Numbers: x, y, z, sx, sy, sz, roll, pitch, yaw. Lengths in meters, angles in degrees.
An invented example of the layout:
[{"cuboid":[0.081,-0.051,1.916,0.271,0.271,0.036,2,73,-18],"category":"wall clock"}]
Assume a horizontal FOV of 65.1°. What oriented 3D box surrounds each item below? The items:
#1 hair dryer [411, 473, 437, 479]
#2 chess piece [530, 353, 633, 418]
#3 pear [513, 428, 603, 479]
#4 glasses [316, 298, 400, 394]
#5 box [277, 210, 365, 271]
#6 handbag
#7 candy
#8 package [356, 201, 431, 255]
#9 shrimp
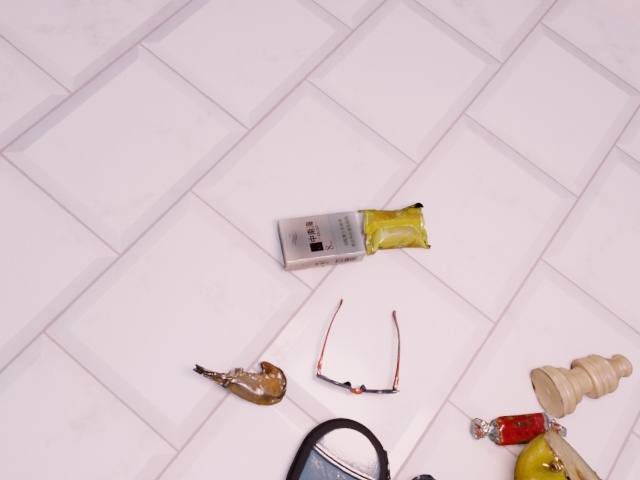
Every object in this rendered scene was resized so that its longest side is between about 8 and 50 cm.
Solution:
[{"cuboid":[0.258,0.806,1.298,0.298,0.119,0.295,-39,84,-2],"category":"hair dryer"},{"cuboid":[0.795,0.411,1.485,0.308,0.139,0.123,-11,106,-15],"category":"chess piece"},{"cuboid":[0.631,0.688,1.291,0.191,0.340,0.386,-41,111,18],"category":"pear"},{"cuboid":[0.119,0.300,1.423,0.234,0.118,0.268,11,70,-3],"category":"glasses"},{"cuboid":[0.000,0.000,1.519,0.243,0.067,0.155,-6,59,-10],"category":"box"},{"cuboid":[0.046,0.624,1.307,0.254,0.093,0.307,25,70,7],"category":"handbag"},{"cuboid":[0.572,0.539,1.436,0.293,0.059,0.086,-2,73,-8],"category":"candy"},{"cuboid":[0.230,-0.038,1.566,0.227,0.090,0.168,-3,69,-12],"category":"package"},{"cuboid":[-0.217,0.371,1.381,0.262,0.066,0.117,28,55,-13],"category":"shrimp"}]
